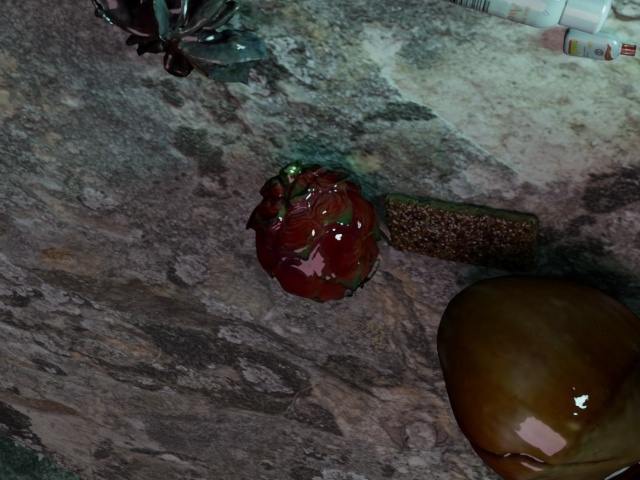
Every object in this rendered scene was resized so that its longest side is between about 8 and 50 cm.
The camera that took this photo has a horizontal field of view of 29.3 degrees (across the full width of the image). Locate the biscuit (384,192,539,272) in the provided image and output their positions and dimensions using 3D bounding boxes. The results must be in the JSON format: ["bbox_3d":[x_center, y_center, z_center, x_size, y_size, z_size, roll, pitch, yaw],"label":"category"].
[{"bbox_3d":[0.209,-0.008,1.812,0.230,0.025,0.131,9,145,19],"label":"biscuit"}]

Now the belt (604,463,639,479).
[{"bbox_3d":[0.582,0.480,2.110,0.115,0.227,0.324,26,148,-10],"label":"belt"}]

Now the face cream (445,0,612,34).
[{"bbox_3d":[0.191,-0.293,1.363,0.269,0.082,0.082,19,147,7],"label":"face cream"}]

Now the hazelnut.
[{"bbox_3d":[0.330,0.206,1.807,0.372,0.315,0.372,43,162,18],"label":"hazelnut"}]

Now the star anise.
[{"bbox_3d":[-0.183,-0.282,1.565,0.282,0.129,0.212,34,152,-33],"label":"star anise"}]

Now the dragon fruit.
[{"bbox_3d":[0.000,0.000,1.802,0.192,0.193,0.274,-18,129,14],"label":"dragon fruit"}]

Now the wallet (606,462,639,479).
[{"bbox_3d":[0.544,0.335,1.996,0.032,0.183,0.124,59,149,16],"label":"wallet"}]

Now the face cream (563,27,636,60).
[{"bbox_3d":[0.327,-0.228,1.433,0.083,0.021,0.040,11,146,16],"label":"face cream"}]
